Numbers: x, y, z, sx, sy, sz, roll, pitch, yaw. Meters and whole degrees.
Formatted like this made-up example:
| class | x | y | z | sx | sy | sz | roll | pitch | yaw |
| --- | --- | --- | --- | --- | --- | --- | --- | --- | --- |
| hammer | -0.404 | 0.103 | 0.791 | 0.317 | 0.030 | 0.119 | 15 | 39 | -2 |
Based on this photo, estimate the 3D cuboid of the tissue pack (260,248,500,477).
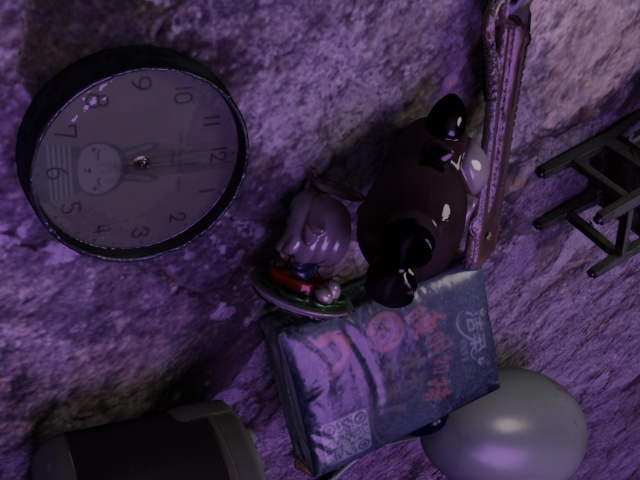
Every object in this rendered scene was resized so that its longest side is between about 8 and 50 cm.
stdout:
| class | x | y | z | sx | sy | sz | roll | pitch | yaw |
| --- | --- | --- | --- | --- | --- | --- | --- | --- | --- |
| tissue pack | 0.093 | 0.161 | 0.932 | 0.315 | 0.103 | 0.228 | -19 | 111 | -20 |

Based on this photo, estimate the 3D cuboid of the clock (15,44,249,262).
| class | x | y | z | sx | sy | sz | roll | pitch | yaw |
| --- | --- | --- | --- | --- | --- | --- | --- | --- | --- |
| clock | -0.168 | -0.073 | 0.634 | 0.214 | 0.042 | 0.215 | -20 | 135 | -22 |

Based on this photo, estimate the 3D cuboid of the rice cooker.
| class | x | y | z | sx | sy | sz | roll | pitch | yaw |
| --- | --- | --- | --- | --- | --- | --- | --- | --- | --- |
| rice cooker | -0.191 | 0.348 | 0.799 | 0.276 | 0.288 | 0.289 | -4 | 128 | -27 |

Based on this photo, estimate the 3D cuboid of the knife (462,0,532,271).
| class | x | y | z | sx | sy | sz | roll | pitch | yaw |
| --- | --- | --- | --- | --- | --- | --- | --- | --- | --- |
| knife | 0.206 | -0.123 | 0.823 | 0.089 | 0.043 | 0.366 | -18 | 124 | -30 |

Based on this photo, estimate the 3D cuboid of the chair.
| class | x | y | z | sx | sy | sz | roll | pitch | yaw |
| --- | --- | --- | --- | --- | --- | --- | --- | --- | --- |
| chair | 0.471 | -0.084 | 1.011 | 0.270 | 0.147 | 0.136 | -27 | 136 | -11 |

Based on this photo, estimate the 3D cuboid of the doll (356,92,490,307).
| class | x | y | z | sx | sy | sz | roll | pitch | yaw |
| --- | --- | --- | --- | --- | --- | --- | --- | --- | --- |
| doll | 0.111 | -0.046 | 0.742 | 0.257 | 0.117 | 0.182 | -55 | 169 | -50 |

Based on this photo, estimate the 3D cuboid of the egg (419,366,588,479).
| class | x | y | z | sx | sy | sz | roll | pitch | yaw |
| --- | --- | --- | --- | --- | --- | --- | --- | --- | --- |
| egg | 0.332 | 0.345 | 1.220 | 0.370 | 0.230 | 0.230 | 11 | 119 | -37 |

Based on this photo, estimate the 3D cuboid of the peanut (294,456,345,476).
| class | x | y | z | sx | sy | sz | roll | pitch | yaw |
| --- | --- | --- | --- | --- | --- | --- | --- | --- | --- |
| peanut | 0.002 | 0.371 | 1.140 | 0.113 | 0.054 | 0.054 | 9 | 120 | -40 |

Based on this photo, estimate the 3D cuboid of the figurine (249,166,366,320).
| class | x | y | z | sx | sy | sz | roll | pitch | yaw |
| --- | --- | --- | --- | --- | --- | --- | --- | --- | --- |
| figurine | 0.000 | 0.000 | 0.775 | 0.132 | 0.132 | 0.154 | 7 | 108 | -39 |

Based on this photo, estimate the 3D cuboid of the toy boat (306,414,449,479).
| class | x | y | z | sx | sy | sz | roll | pitch | yaw |
| --- | --- | --- | --- | --- | --- | --- | --- | --- | --- |
| toy boat | 0.063 | 0.310 | 1.008 | 0.220 | 0.067 | 0.291 | -18 | -174 | 40 |
